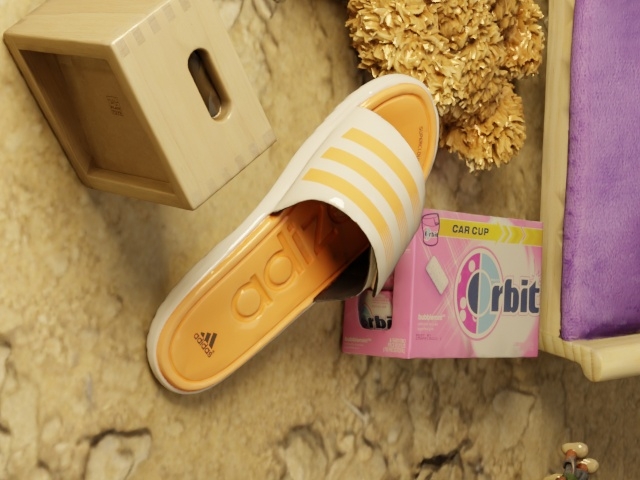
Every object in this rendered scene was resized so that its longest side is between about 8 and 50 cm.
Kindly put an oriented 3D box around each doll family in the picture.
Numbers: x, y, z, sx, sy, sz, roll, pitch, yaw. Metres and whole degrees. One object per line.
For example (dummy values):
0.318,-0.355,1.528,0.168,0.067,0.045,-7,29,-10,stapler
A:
0.213,0.268,1.385,0.193,0.076,0.111,59,29,-28,doll family

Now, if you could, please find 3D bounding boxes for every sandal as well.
0.004,0.008,1.061,0.265,0.076,0.102,-48,129,-17,sandal

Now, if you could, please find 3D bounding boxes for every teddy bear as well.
0.082,-0.195,1.176,0.245,0.113,0.338,-55,131,-37,teddy bear

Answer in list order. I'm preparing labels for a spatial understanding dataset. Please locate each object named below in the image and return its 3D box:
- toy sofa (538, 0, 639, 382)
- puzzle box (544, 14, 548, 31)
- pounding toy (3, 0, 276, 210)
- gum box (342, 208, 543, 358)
0.267,-0.075,1.308,0.150,0.177,0.363,-5,102,-31,toy sofa
0.365,-0.113,1.546,0.272,0.052,0.409,-51,123,-36,puzzle box
-0.094,-0.085,0.957,0.100,0.130,0.141,-42,124,-28,pounding toy
0.092,0.033,1.234,0.188,0.062,0.107,4,88,-52,gum box
